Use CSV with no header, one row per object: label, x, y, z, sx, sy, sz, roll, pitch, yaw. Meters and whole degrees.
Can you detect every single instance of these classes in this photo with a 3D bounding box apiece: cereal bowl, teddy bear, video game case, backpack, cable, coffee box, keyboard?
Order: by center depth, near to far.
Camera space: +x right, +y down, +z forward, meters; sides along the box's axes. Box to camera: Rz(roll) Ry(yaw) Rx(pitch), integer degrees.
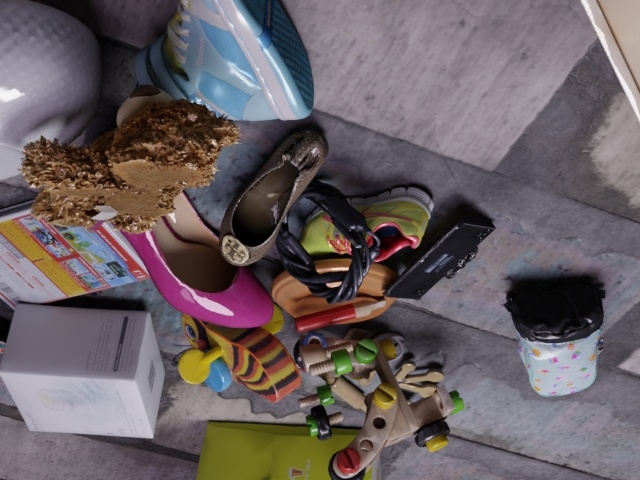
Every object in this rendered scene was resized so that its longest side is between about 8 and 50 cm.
cereal bowl,-0.423,-0.154,1.241,0.339,0.141,0.339,-7,168,-2
teddy bear,-0.228,-0.091,1.252,0.245,0.113,0.338,-1,166,-13
cable,0.000,0.000,1.475,0.184,0.047,0.150,37,125,27
keyboard,0.176,0.027,1.538,0.108,0.023,0.180,7,138,-42
backpack,0.361,0.154,1.620,0.152,0.115,0.182,-4,142,10
video game case,-0.427,0.019,1.653,0.285,0.025,0.204,-13,136,24
coffee box,-0.060,0.577,2.019,0.338,0.338,0.334,2,140,8

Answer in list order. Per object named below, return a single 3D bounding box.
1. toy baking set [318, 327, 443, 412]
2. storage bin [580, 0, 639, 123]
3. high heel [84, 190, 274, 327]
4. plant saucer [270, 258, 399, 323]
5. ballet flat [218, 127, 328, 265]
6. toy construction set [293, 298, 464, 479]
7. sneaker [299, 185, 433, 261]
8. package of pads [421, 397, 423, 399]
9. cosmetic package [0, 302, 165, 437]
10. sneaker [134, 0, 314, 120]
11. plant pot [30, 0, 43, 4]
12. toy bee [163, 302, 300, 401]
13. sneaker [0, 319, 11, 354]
toy baking set,0.095,0.225,1.818,0.196,0.030,0.256,-29,128,33
storage bin,0.329,-0.266,1.004,0.123,0.260,0.262,-17,135,28
high heel,-0.184,0.000,1.506,0.377,0.127,0.181,33,142,-24
plant saucer,0.024,0.084,1.607,0.200,0.037,0.200,-2,154,-1
ballet flat,-0.072,-0.051,1.441,0.084,0.058,0.250,39,123,-1
toy construction set,0.093,0.213,1.651,0.237,0.257,0.309,-15,132,-8
sneaker,0.057,-0.008,1.489,0.208,0.094,0.081,-17,136,29
package of pads,0.197,0.323,1.899,0.032,0.050,0.083,-1,139,11
cosmetic package,-0.395,0.224,1.788,0.224,0.138,0.224,4,145,3
sneaker,-0.152,-0.242,1.218,0.208,0.127,0.319,-10,137,18
plant pot,-0.433,-0.295,1.176,0.237,0.110,0.237,-8,168,-2
toy bee,-0.167,0.155,1.673,0.298,0.195,0.162,-3,116,29
sneaker,-0.600,0.155,1.818,0.161,0.057,0.075,28,131,-27
